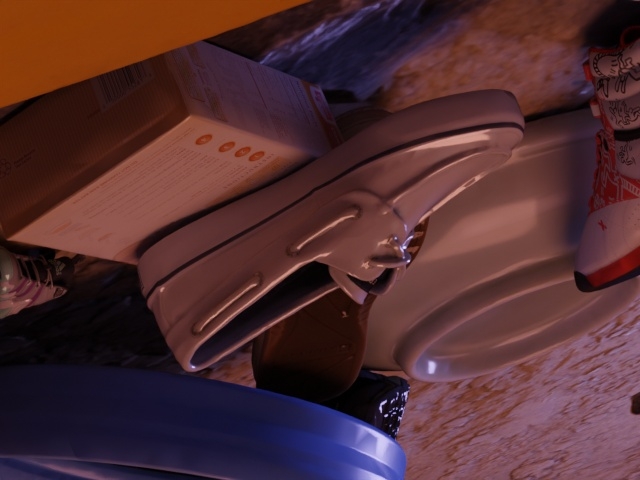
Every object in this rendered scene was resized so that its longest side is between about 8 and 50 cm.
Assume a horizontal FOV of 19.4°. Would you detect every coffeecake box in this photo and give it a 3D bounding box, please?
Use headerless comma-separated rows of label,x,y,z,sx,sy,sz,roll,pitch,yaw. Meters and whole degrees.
coffeecake box,-0.089,-0.049,1.126,0.142,0.068,0.185,-32,158,23

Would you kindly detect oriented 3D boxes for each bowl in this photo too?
bowl,-0.117,0.179,1.461,0.391,0.077,0.391,7,162,2

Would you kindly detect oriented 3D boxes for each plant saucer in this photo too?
plant saucer,0.150,0.029,1.525,0.400,0.101,0.400,-18,160,-7

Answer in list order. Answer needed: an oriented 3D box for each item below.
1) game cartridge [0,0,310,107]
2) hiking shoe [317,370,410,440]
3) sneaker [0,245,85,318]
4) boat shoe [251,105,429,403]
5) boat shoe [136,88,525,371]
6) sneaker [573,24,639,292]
game cartridge,-0.122,-0.156,0.855,0.323,0.053,0.285,-20,160,-9
hiking shoe,0.014,0.149,1.630,0.114,0.086,0.227,15,180,4
sneaker,-0.191,0.019,1.258,0.069,0.038,0.098,-17,169,-15
boat shoe,0.000,0.000,1.311,0.109,0.098,0.302,-5,144,-16
boat shoe,0.016,-0.001,1.132,0.258,0.084,0.095,-29,159,12
sneaker,0.228,-0.064,1.307,0.090,0.145,0.270,-21,169,-20
